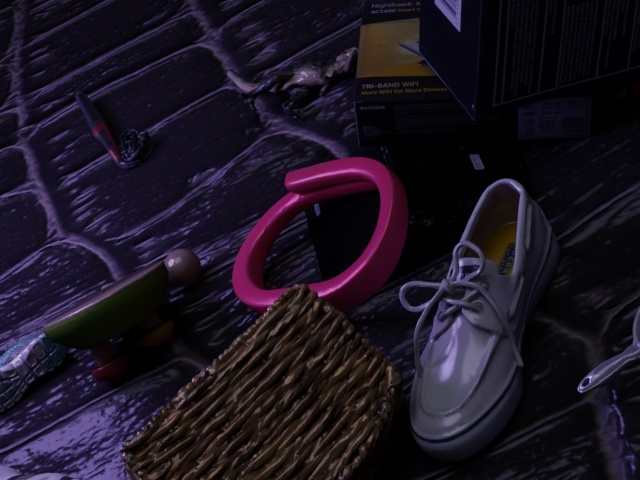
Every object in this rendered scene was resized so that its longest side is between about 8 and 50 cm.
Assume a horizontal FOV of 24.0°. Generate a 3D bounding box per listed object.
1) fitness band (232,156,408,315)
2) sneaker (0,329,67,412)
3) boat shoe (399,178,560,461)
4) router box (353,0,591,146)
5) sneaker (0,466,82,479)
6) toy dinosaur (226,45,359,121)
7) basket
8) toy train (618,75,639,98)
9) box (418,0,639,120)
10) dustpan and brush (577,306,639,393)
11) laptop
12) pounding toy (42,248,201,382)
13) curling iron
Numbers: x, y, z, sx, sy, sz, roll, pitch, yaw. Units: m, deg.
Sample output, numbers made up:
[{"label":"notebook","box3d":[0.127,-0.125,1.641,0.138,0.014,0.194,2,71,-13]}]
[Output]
[{"label":"fitness band","box3d":[0.000,0.000,1.933,0.291,0.054,0.209,-11,55,46]},{"label":"sneaker","box3d":[-0.425,0.181,2.082,0.166,0.065,0.076,-33,20,-9]},{"label":"boat shoe","box3d":[0.174,0.067,1.708,0.135,0.156,0.367,-1,45,34]},{"label":"router box","box3d":[0.205,-0.235,2.035,0.308,0.081,0.243,-2,42,7]},{"label":"sneaker","box3d":[-0.352,0.426,1.636,0.257,0.169,0.447,-6,40,32]},{"label":"toy dinosaur","box3d":[-0.054,-0.236,2.309,0.268,0.064,0.118,-4,37,34]},{"label":"basket","box3d":[-0.046,0.240,1.711,0.213,0.223,0.299,41,72,18]},{"label":"toy train","box3d":[0.424,-0.259,2.012,0.125,0.046,0.166,-29,37,1]},{"label":"box","box3d":[0.287,-0.341,1.855,0.294,0.296,0.183,-15,43,-15]},{"label":"dustpan and brush","box3d":[0.368,0.106,1.607,0.211,0.060,0.147,-41,36,7]},{"label":"laptop","box3d":[0.127,-0.040,1.988,0.264,0.137,0.234,-5,37,-8]},{"label":"pounding toy","box3d":[-0.254,0.109,2.024,0.183,0.110,0.237,-26,6,25]},{"label":"curling iron","box3d":[-0.345,-0.185,2.465,0.068,0.035,0.274,-34,37,-12]}]
